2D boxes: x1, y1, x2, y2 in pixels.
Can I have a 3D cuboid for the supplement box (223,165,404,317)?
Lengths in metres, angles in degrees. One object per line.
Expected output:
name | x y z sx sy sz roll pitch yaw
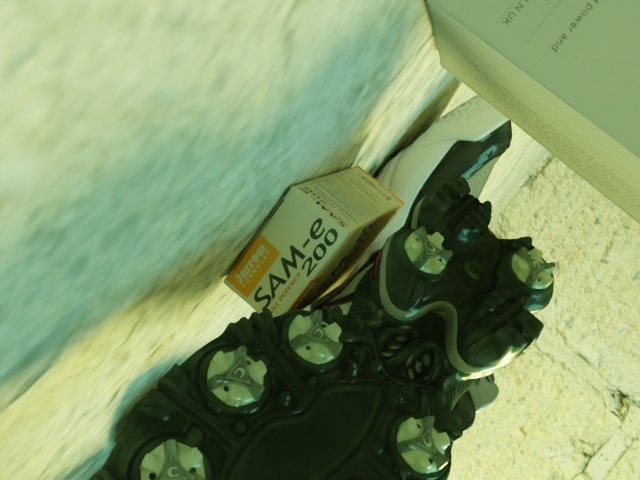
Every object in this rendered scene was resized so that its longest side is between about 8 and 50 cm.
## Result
supplement box | 0.000 0.000 0.461 0.062 0.036 0.098 -53 170 22

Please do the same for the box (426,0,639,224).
box | 0.172 -0.106 0.393 0.181 0.182 0.119 -50 169 3

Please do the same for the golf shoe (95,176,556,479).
golf shoe | 0.007 0.078 0.404 0.273 0.105 0.120 -33 167 -44

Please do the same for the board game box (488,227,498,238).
board game box | 0.010 0.112 0.817 0.347 0.056 0.208 -45 177 19

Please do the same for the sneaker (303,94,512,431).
sneaker | 0.078 0.038 0.620 0.268 0.153 0.101 -54 170 25
